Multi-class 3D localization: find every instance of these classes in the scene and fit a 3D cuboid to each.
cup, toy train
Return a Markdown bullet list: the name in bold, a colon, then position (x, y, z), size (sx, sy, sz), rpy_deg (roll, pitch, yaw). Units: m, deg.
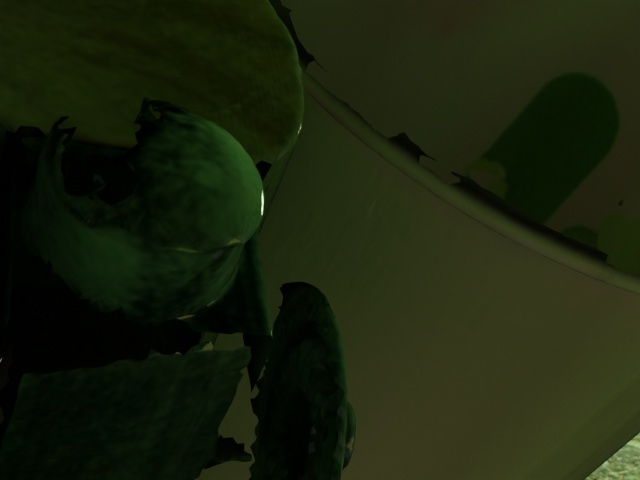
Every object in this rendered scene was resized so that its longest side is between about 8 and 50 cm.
- **cup**: position (0.014, 0.008, 0.627), size (0.274, 0.253, 0.253), rpy_deg (-56, 180, 35)
- **toy train**: position (-0.090, 0.056, 0.477), size (0.307, 0.126, 0.189), rpy_deg (113, -34, -42)
